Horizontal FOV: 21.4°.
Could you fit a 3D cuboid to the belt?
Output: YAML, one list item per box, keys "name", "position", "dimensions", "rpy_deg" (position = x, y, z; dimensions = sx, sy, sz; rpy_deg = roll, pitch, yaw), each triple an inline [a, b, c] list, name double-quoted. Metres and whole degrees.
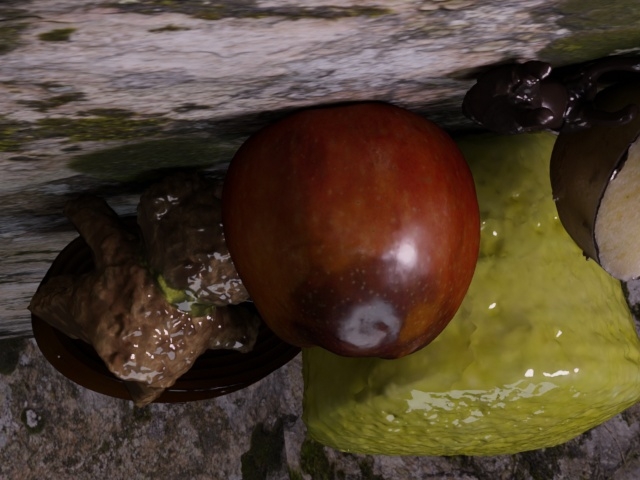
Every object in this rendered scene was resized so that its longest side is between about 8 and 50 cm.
- name: "belt"
  position: [-0.162, 0.077, 1.974]
  dimensions: [0.338, 0.217, 0.122]
  rpy_deg: [-1, 167, -18]

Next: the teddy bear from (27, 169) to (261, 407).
- name: "teddy bear"
  position: [-0.166, 0.038, 1.743]
  dimensions: [0.222, 0.246, 0.296]
  rpy_deg: [-51, -171, -11]

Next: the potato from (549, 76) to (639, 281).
- name: "potato"
  position: [0.266, -0.077, 1.434]
  dimensions: [0.117, 0.202, 0.182]
  rpy_deg: [36, 171, 39]

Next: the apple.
- name: "apple"
  position: [0.026, -0.004, 1.429]
  dimensions: [0.229, 0.230, 0.230]
  rpy_deg: [-7, 174, -1]

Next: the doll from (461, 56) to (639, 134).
- name: "doll"
  position: [0.171, -0.110, 1.350]
  dimensions: [0.139, 0.057, 0.165]
  rpy_deg: [-6, 180, -35]

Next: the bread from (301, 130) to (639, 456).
- name: "bread"
  position: [0.146, 0.057, 1.688]
  dimensions: [0.348, 0.308, 0.348]
  rpy_deg: [-3, 168, -1]
